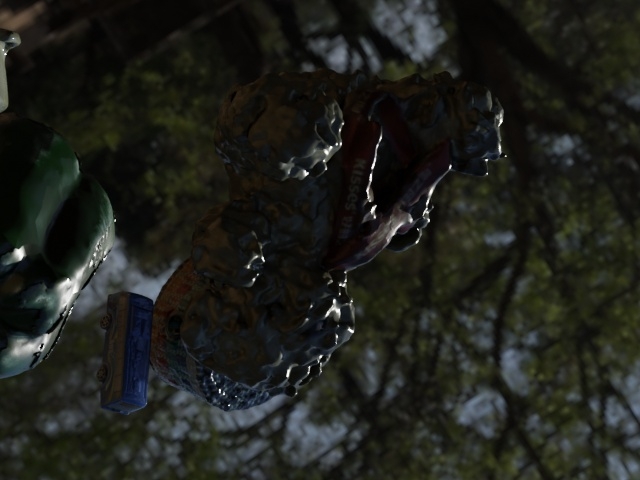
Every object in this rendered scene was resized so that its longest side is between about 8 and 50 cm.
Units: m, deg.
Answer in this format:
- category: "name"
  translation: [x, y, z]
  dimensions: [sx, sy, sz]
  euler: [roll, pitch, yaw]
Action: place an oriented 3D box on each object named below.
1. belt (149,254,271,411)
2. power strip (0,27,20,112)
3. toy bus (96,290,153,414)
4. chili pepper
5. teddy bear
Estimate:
- category: "belt"
  translation: [-0.103, 0.104, 1.927]
  dimensions: [0.150, 0.207, 0.257]
  euler: [21, -136, 42]
- category: "power strip"
  translation: [-0.297, -0.069, 0.770]
  dimensions: [0.286, 0.048, 0.080]
  euler: [-10, 180, 4]
- category: "toy bus"
  translation: [-0.241, 0.138, 1.800]
  dimensions: [0.061, 0.051, 0.153]
  euler: [-18, -119, 40]
- category: "chili pepper"
  translation: [-0.352, 0.005, 1.543]
  dimensions: [0.233, 0.248, 0.256]
  euler: [-46, -161, 22]
- category: "teddy bear"
  translation: [0.000, 0.000, 1.492]
  dimensions: [0.224, 0.367, 0.357]
  euler: [18, -164, 41]
